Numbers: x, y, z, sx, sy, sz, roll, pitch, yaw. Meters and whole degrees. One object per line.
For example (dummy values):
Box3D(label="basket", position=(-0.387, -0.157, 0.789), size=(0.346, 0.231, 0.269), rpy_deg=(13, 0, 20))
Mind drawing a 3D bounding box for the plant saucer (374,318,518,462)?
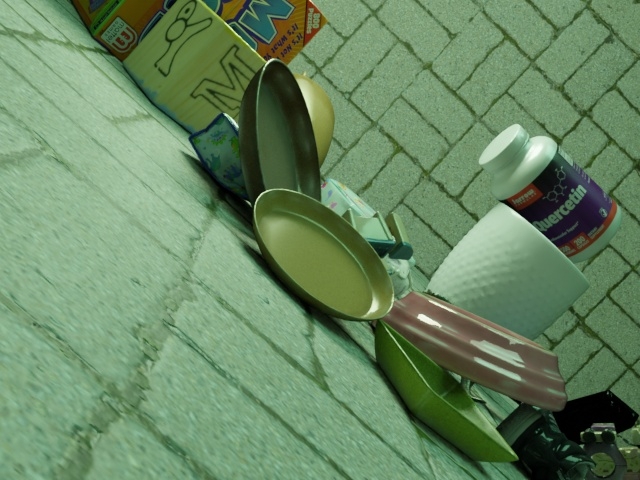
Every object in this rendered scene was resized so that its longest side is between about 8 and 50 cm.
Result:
Box3D(label="plant saucer", position=(0.151, 0.206, 1.122), size=(0.188, 0.045, 0.188), rpy_deg=(40, 7, -29))

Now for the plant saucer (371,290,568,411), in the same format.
Box3D(label="plant saucer", position=(0.247, 0.167, 1.375), size=(0.332, 0.084, 0.332), rpy_deg=(23, 1, 0))

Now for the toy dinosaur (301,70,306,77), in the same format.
Box3D(label="toy dinosaur", position=(-0.133, -0.322, 2.077), size=(0.296, 0.200, 0.127), rpy_deg=(17, -5, 39))

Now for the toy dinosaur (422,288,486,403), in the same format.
Box3D(label="toy dinosaur", position=(0.254, 0.183, 1.635), size=(0.160, 0.121, 0.313), rpy_deg=(19, 17, -43))

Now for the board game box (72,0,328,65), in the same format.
Box3D(label="board game box", position=(-0.277, -0.514, 1.870), size=(0.356, 0.356, 0.356), rpy_deg=(39, 8, -37))

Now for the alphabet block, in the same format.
Box3D(label="alphabet block", position=(-0.227, -0.326, 1.646), size=(0.193, 0.197, 0.192), rpy_deg=(37, 9, -47))

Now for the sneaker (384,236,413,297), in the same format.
Box3D(label="sneaker", position=(0.130, 0.041, 1.828), size=(0.152, 0.114, 0.305), rpy_deg=(58, 15, 20))

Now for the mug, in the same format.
Box3D(label="mug", position=(0.387, 0.117, 1.968), size=(0.276, 0.328, 0.374), rpy_deg=(43, 5, -6))

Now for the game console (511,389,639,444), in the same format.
Box3D(label="game console", position=(0.459, 0.316, 1.711), size=(0.361, 0.213, 0.044), rpy_deg=(37, 45, -29))

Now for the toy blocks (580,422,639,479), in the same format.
Box3D(label="toy blocks", position=(0.619, 0.460, 1.519), size=(0.309, 0.289, 0.260), rpy_deg=(24, 63, -68))

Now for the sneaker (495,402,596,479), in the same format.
Box3D(label="sneaker", position=(0.376, 0.343, 1.428), size=(0.153, 0.101, 0.268), rpy_deg=(46, 12, 17))

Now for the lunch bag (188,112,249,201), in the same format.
Box3D(label="lunch bag", position=(-0.126, -0.119, 1.391), size=(0.151, 0.096, 0.129), rpy_deg=(59, 10, 15))

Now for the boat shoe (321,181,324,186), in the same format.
Box3D(label="boat shoe", position=(-0.035, -0.157, 2.252), size=(0.302, 0.091, 0.114), rpy_deg=(42, 6, -14))

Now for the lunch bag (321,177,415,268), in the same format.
Box3D(label="lunch bag", position=(0.097, -0.019, 2.075), size=(0.279, 0.108, 0.224), rpy_deg=(38, 12, -30))

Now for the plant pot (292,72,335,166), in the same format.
Box3D(label="plant pot", position=(-0.080, -0.212, 1.865), size=(0.237, 0.237, 0.254), rpy_deg=(41, 21, -23))

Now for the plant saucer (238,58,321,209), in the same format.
Box3D(label="plant saucer", position=(-0.065, -0.129, 1.354), size=(0.310, 0.050, 0.310), rpy_deg=(-6, 90, -75))

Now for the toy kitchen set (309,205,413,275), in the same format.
Box3D(label="toy kitchen set", position=(0.035, 0.045, 1.354), size=(0.207, 0.166, 0.122), rpy_deg=(5, 54, -33))

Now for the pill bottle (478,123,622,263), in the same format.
Box3D(label="pill bottle", position=(0.516, -0.109, 1.940), size=(0.323, 0.181, 0.181), rpy_deg=(42, 6, -10))

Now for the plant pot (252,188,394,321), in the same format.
Box3D(label="plant pot", position=(0.000, 0.024, 1.163), size=(0.236, 0.032, 0.236), rpy_deg=(31, 29, -20))
